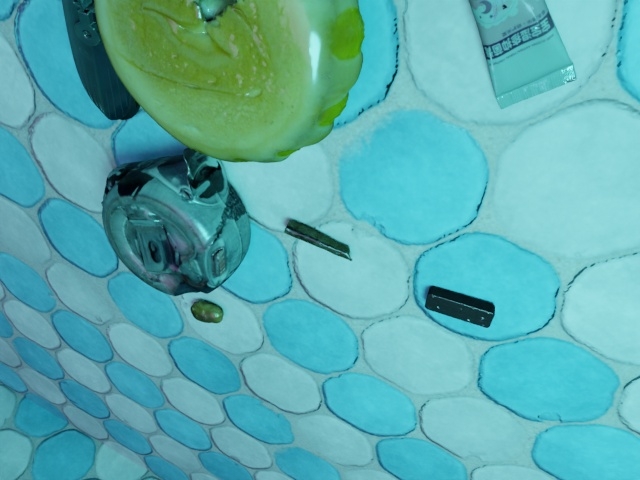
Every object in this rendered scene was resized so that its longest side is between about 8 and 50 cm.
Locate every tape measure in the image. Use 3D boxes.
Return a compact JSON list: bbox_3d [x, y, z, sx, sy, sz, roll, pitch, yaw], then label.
[{"bbox_3d":[-0.263,-0.026,0.747,0.256,0.147,0.274,-2,121,26],"label":"tape measure"}]

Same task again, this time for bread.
[{"bbox_3d":[-0.110,-0.247,0.512,0.333,0.160,0.332,13,127,18],"label":"bread"}]

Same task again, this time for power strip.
[{"bbox_3d":[0.234,0.111,0.697,0.111,0.029,0.037,17,129,15],"label":"power strip"}]

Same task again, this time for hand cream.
[{"bbox_3d":[0.171,-0.288,0.418,0.085,0.058,0.331,-20,128,30],"label":"hand cream"}]

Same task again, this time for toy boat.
[{"bbox_3d":[-0.323,-0.281,0.640,0.093,0.103,0.246,18,144,-6],"label":"toy boat"}]

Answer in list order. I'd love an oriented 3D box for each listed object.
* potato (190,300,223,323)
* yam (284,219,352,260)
[{"bbox_3d":[-0.261,0.166,0.950,0.083,0.040,0.051,12,132,18],"label":"potato"},{"bbox_3d":[0.000,0.000,0.728,0.130,0.033,0.027,24,103,2],"label":"yam"}]
